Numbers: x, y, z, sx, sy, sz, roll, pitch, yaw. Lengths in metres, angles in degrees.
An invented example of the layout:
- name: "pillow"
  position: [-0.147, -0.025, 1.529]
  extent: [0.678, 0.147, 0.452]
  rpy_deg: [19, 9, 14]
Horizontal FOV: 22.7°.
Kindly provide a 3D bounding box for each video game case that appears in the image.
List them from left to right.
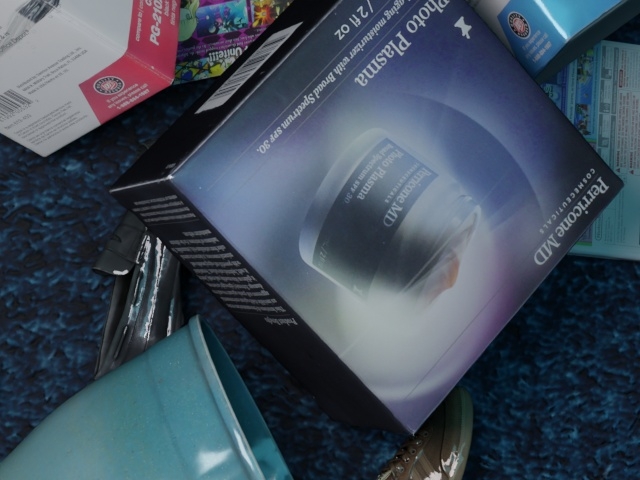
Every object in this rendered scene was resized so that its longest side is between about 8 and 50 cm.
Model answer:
- name: "video game case"
  position: [-0.078, -0.253, 1.417]
  extent: [0.232, 0.042, 0.210]
  rpy_deg: [-14, 119, -14]
- name: "video game case"
  position: [0.248, -0.091, 1.531]
  extent: [0.193, 0.023, 0.212]
  rpy_deg: [6, 82, -12]

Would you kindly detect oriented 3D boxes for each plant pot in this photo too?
- name: "plant pot"
  position: [-0.151, 0.235, 1.283]
  extent: [0.255, 0.271, 0.271]
  rpy_deg: [-26, 88, -1]

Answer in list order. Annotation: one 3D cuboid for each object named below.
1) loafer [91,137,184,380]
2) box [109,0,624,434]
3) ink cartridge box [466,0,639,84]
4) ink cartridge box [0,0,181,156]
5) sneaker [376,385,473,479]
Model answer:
- name: "loafer"
  position: [-0.159, 0.019, 1.394]
  extent: [0.078, 0.076, 0.223]
  rpy_deg: [5, 85, -21]
- name: "box"
  position: [0.042, -0.045, 1.343]
  extent: [0.294, 0.183, 0.296]
  rpy_deg: [47, 73, -15]
- name: "ink cartridge box"
  position: [0.177, -0.298, 1.438]
  extent: [0.197, 0.198, 0.270]
  rpy_deg: [-36, 85, -18]
- name: "ink cartridge box"
  position: [-0.258, -0.185, 1.294]
  extent: [0.237, 0.172, 0.100]
  rpy_deg: [31, 48, -38]
- name: "sneaker"
  position: [0.083, 0.215, 1.428]
  extent: [0.071, 0.066, 0.188]
  rpy_deg: [18, 78, -9]
